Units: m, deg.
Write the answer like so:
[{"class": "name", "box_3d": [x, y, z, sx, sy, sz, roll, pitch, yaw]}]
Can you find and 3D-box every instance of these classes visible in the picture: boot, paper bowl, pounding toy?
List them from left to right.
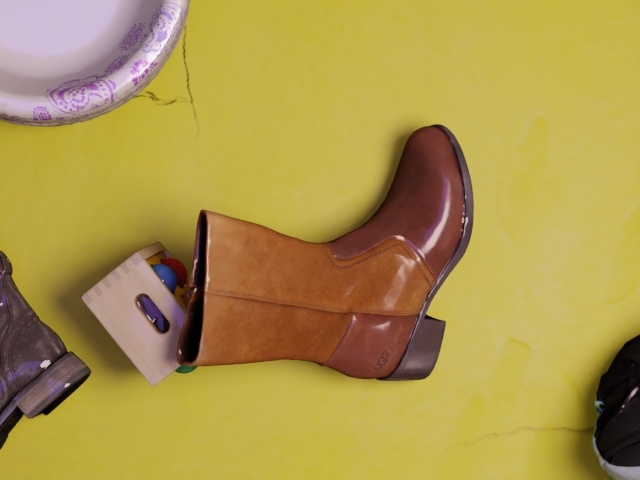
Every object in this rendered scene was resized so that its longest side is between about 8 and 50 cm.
[{"class": "boot", "box_3d": [-0.376, 0.109, 1.583, 0.263, 0.091, 0.229, -38, 85, -8]}, {"class": "paper bowl", "box_3d": [-0.266, -0.251, 1.564, 0.284, 0.148, 0.284, 0, 87, -4]}, {"class": "pounding toy", "box_3d": [-0.138, 0.071, 1.579, 0.100, 0.130, 0.141, -39, 91, 8]}, {"class": "boot", "box_3d": [0.000, 0.000, 1.548, 0.280, 0.096, 0.264, 9, 99, -32]}]

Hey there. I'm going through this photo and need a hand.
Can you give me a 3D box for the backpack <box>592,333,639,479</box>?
[{"class": "backpack", "box_3d": [0.426, 0.163, 1.503, 0.355, 0.290, 0.273, -9, 132, 27]}]
